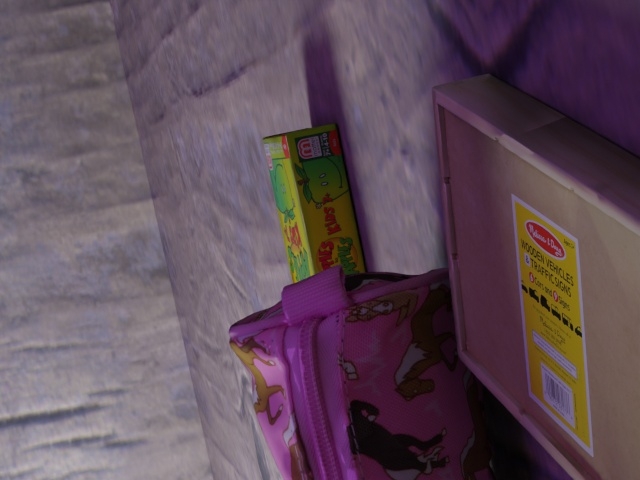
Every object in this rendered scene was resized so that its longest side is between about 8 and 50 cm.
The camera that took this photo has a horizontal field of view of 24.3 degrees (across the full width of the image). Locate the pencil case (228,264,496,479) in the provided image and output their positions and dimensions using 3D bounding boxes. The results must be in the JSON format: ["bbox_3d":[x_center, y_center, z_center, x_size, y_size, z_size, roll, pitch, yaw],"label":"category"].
[{"bbox_3d":[0.053,0.203,0.916,0.167,0.160,0.386,163,94,-71],"label":"pencil case"}]

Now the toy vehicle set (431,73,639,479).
[{"bbox_3d":[0.124,0.031,0.718,0.267,0.035,0.166,-131,31,-64],"label":"toy vehicle set"}]

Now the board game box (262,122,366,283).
[{"bbox_3d":[0.000,0.000,1.197,0.092,0.043,0.181,-173,71,-76],"label":"board game box"}]
